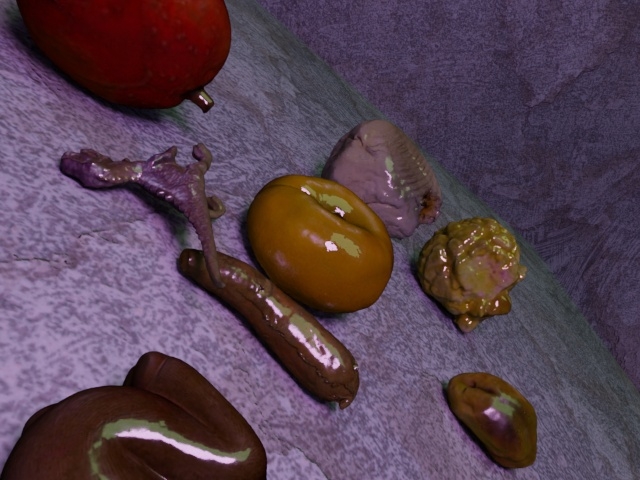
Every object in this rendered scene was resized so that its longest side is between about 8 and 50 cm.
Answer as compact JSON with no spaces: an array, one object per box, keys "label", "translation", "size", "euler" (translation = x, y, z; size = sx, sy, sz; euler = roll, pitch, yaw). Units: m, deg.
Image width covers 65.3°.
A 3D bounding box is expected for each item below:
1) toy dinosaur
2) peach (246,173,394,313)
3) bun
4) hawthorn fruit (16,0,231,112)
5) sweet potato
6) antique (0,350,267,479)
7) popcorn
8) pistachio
[{"label":"toy dinosaur","translation":[-0.173,-0.044,0.617],"size":[0.251,0.072,0.200],"euler":[44,26,4]},{"label":"peach","translation":[0.000,0.000,0.773],"size":[0.251,0.153,0.251],"euler":[24,22,-11]},{"label":"bun","translation":[0.116,-0.117,1.085],"size":[0.281,0.204,0.282],"euler":[38,36,-35]},{"label":"hawthorn fruit","translation":[-0.259,-0.319,0.726],"size":[0.307,0.265,0.265],"euler":[45,22,-25]},{"label":"sweet potato","translation":[-0.056,0.095,0.612],"size":[0.273,0.075,0.075],"euler":[43,23,-2]},{"label":"antique","translation":[-0.092,0.198,0.319],"size":[0.257,0.121,0.143],"euler":[50,26,12]},{"label":"popcorn","translation":[0.342,0.069,1.163],"size":[0.259,0.259,0.212],"euler":[40,9,-13]},{"label":"pistachio","translation":[0.301,0.297,0.840],"size":[0.189,0.110,0.100],"euler":[50,-8,10]}]
